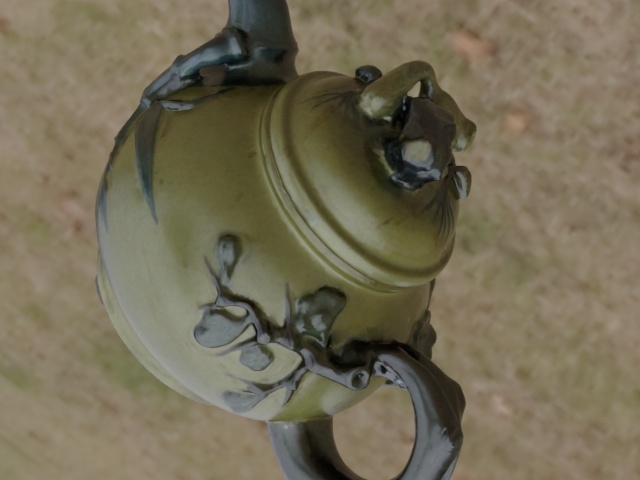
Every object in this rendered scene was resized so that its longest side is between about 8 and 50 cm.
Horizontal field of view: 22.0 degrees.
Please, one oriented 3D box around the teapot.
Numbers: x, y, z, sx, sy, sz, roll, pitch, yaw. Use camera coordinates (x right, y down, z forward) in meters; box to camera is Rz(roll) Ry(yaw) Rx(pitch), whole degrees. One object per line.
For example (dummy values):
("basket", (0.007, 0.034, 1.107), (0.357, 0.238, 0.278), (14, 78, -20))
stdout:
("teapot", (0.000, 0.000, 0.771), (0.173, 0.182, 0.269), (-1, -119, -50))
